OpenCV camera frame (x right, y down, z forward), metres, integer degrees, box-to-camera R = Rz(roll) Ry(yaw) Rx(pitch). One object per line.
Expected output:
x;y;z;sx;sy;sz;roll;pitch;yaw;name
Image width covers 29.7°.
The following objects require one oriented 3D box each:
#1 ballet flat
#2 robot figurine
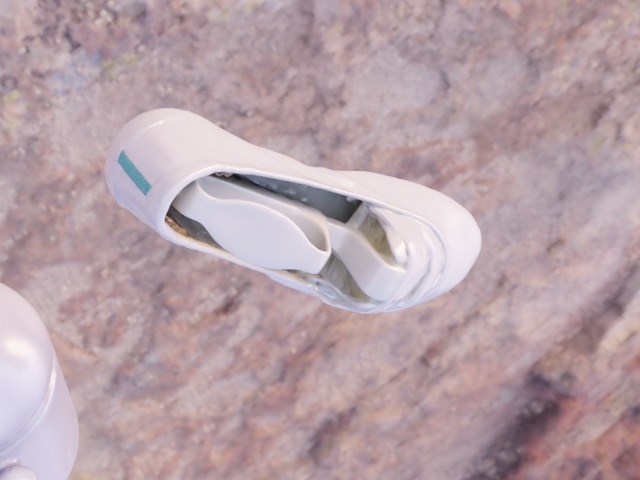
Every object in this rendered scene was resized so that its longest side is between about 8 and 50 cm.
0.000;0.000;1.057;0.400;0.139;0.139;19;124;-33;ballet flat
-0.358;0.165;1.214;0.200;0.300;0.353;-32;154;-20;robot figurine
